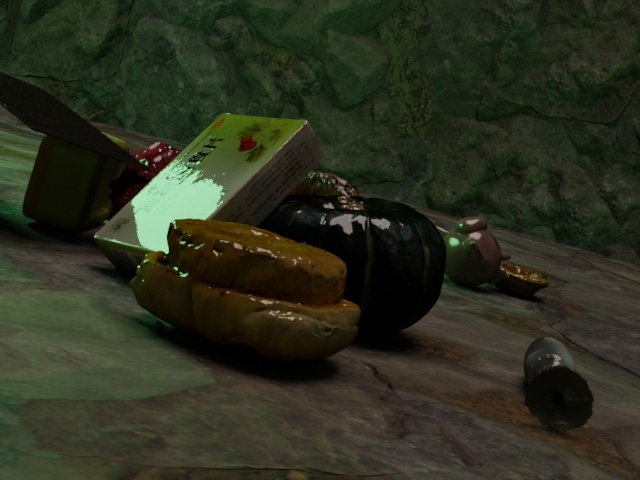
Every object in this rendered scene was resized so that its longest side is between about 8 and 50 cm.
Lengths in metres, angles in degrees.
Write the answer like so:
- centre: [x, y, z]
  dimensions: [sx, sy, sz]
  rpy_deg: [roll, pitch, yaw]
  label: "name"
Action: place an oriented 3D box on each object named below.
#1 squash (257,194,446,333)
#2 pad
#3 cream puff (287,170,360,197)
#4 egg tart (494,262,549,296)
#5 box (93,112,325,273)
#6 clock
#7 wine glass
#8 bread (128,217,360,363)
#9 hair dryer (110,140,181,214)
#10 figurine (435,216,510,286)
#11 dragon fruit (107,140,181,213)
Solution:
- centre: [0.032, 0.025, 1.407]
  dimensions: [0.252, 0.165, 0.252]
  rpy_deg: [11, 8, -2]
  label: "squash"
- centre: [-0.402, -0.189, 1.575]
  dimensions: [0.330, 0.004, 0.220]
  rpy_deg: [35, 10, 40]
  label: "pad"
- centre: [0.000, 0.000, 1.684]
  dimensions: [0.183, 0.183, 0.169]
  rpy_deg: [18, -17, 30]
  label: "cream puff"
- centre: [0.373, 0.075, 2.125]
  dimensions: [0.130, 0.052, 0.130]
  rpy_deg: [15, 7, -2]
  label: "egg tart"
- centre: [-0.139, -0.057, 1.399]
  dimensions: [0.175, 0.260, 0.062]
  rpy_deg: [11, -39, 47]
  label: "box"
- centre: [-0.364, -0.094, 1.659]
  dimensions: [0.096, 0.143, 0.202]
  rpy_deg: [21, 7, 0]
  label: "clock"
- centre: [0.265, 0.154, 1.265]
  dimensions: [0.074, 0.074, 0.262]
  rpy_deg: [15, 7, 7]
  label: "wine glass"
- centre: [-0.073, 0.053, 1.174]
  dimensions: [0.236, 0.120, 0.198]
  rpy_deg: [19, 7, 30]
  label: "bread"
- centre: [-0.224, -0.054, 1.840]
  dimensions: [0.352, 0.125, 0.210]
  rpy_deg: [29, 12, 27]
  label: "hair dryer"
- centre: [0.278, 0.023, 2.055]
  dimensions: [0.125, 0.125, 0.138]
  rpy_deg: [23, -18, 51]
  label: "figurine"
- centre: [-0.183, -0.032, 1.569]
  dimensions: [0.261, 0.163, 0.189]
  rpy_deg: [25, -16, 41]
  label: "dragon fruit"
